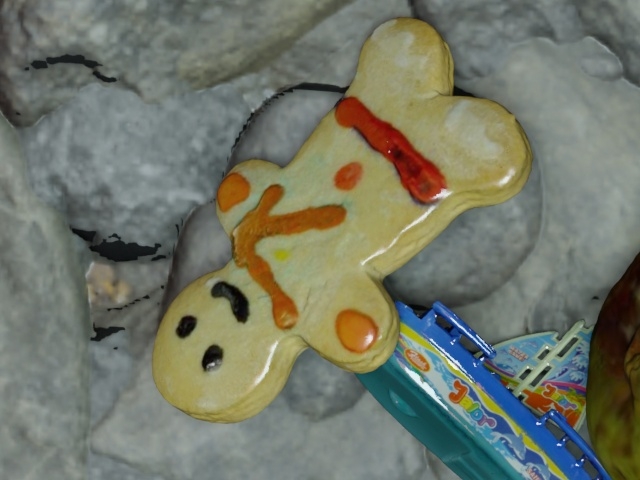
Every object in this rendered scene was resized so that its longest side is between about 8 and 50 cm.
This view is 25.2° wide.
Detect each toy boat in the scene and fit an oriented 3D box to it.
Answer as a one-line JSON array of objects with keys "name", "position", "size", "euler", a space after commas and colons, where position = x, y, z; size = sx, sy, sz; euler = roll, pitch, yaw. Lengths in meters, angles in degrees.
[{"name": "toy boat", "position": [0.108, 0.079, 0.748], "size": [0.175, 0.091, 0.110], "euler": [44, 72, 0]}]

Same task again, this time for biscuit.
[{"name": "biscuit", "position": [0.000, 0.000, 0.736], "size": [0.234, 0.030, 0.153], "euler": [-45, 48, 9]}]

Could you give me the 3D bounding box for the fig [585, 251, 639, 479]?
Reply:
[{"name": "fig", "position": [0.225, 0.053, 0.680], "size": [0.191, 0.181, 0.181], "euler": [-5, 94, -13]}]
